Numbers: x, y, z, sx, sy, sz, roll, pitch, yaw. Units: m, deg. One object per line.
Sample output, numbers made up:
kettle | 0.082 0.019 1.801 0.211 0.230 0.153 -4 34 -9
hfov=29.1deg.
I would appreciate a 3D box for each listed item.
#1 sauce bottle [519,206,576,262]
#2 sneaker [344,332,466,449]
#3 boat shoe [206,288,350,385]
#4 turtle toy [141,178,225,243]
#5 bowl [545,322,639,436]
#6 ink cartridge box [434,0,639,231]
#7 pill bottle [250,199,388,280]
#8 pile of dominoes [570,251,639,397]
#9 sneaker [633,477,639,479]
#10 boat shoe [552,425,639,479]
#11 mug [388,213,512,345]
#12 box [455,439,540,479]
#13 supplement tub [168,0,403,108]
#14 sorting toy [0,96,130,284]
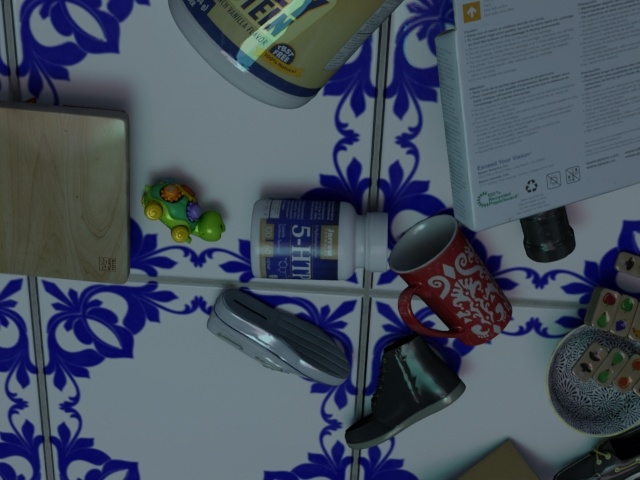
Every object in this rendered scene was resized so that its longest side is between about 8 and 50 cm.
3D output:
sauce bottle | 0.269 -0.129 1.622 0.111 0.111 0.344 -14 116 11
sneaker | 0.103 0.226 1.867 0.222 0.083 0.118 -34 93 28
boat shoe | -0.064 0.154 1.835 0.226 0.083 0.076 34 129 -2
turtle toy | -0.193 -0.039 1.725 0.130 0.095 0.066 41 93 -18
bowl | 0.402 0.196 1.803 0.170 0.080 0.170 0 94 -6
ink cartridge box | 0.301 -0.207 1.506 0.324 0.071 0.330 -15 113 -17
pill bottle | 0.000 0.000 1.714 0.187 0.112 0.112 1 120 3
pile of dominoes | 0.499 0.139 1.750 0.251 0.040 0.196 18 91 -6
sneaker | 0.566 0.393 1.926 0.212 0.080 0.094 0 108 5
boat shoe | 0.459 0.333 1.895 0.228 0.081 0.068 -22 113 8
mug | 0.176 0.073 1.740 0.150 0.113 0.169 -43 116 -4
box | 0.263 0.433 1.898 0.201 0.021 0.164 -37 71 -5
supplement tub | -0.006 -0.337 1.455 0.228 0.228 0.316 37 115 -16
sorting toy | -0.387 -0.081 1.707 0.256 0.089 0.257 5 120 1
